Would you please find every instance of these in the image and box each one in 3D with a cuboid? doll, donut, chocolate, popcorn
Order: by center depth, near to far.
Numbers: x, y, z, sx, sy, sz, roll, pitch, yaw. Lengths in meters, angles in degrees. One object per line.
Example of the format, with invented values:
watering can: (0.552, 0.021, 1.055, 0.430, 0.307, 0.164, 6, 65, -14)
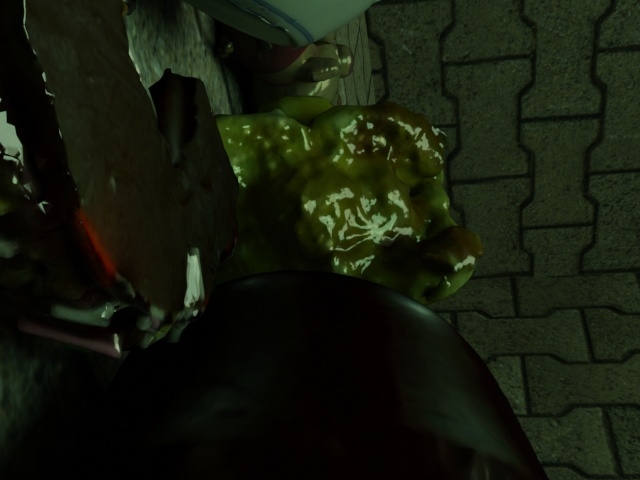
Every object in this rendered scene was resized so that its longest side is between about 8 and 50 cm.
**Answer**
donut: (-0.144, -0.080, 0.414, 0.259, 0.136, 0.345, -81, 163, -50)
chocolate: (-0.029, 0.188, 0.522, 0.331, 0.384, 0.383, -108, -173, -56)
popcorn: (-0.011, -0.002, 0.838, 0.290, 0.321, 0.325, 112, -4, -74)
doll: (-0.036, -0.237, 1.016, 0.255, 0.152, 0.196, 76, 23, -58)

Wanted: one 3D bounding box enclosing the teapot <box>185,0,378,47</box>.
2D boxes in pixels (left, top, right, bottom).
teapot: (-0.031, -0.336, 0.708, 0.424, 0.252, 0.279, 20, 96, -42)
